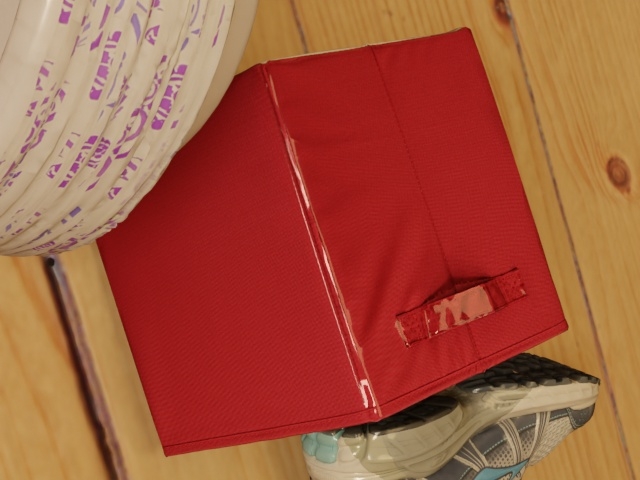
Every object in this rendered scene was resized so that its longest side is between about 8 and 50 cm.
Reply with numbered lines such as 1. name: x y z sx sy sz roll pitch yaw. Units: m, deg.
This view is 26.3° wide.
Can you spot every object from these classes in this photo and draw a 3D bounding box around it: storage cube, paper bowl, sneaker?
1. storage cube: 0.000 0.000 0.810 0.183 0.215 0.193 -18 89 -44
2. paper bowl: -0.137 -0.133 0.642 0.148 0.284 0.284 6 78 -44
3. sneaker: 0.091 0.150 0.966 0.283 0.110 0.122 -9 107 -43
